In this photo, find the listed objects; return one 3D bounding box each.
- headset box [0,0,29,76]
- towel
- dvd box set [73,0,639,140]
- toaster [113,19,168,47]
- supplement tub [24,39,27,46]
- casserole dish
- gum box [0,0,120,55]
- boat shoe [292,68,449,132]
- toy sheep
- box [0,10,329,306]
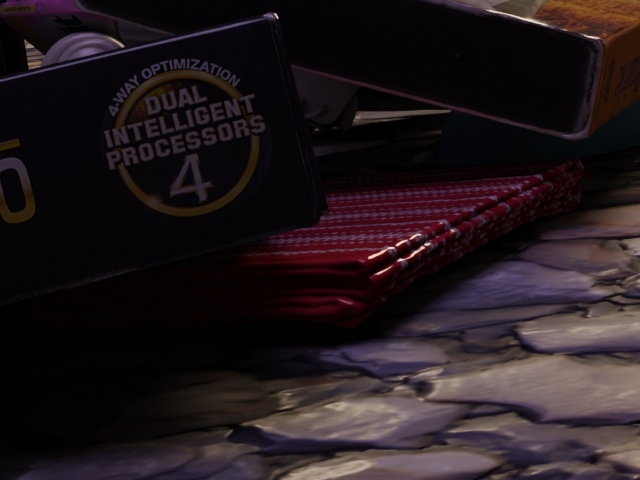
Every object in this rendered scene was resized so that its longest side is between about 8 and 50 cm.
[{"bbox_3d":[-0.391,-0.122,1.576,0.246,0.131,0.283,-5,13,11],"label":"headset box"},{"bbox_3d":[0.000,0.000,1.021,0.199,0.031,0.275,-3,11,30],"label":"towel"},{"bbox_3d":[0.075,-0.159,1.249,0.307,0.062,0.420,17,17,17],"label":"dvd box set"},{"bbox_3d":[-0.041,-0.178,1.579,0.227,0.129,0.146,19,-3,-40],"label":"toaster"},{"bbox_3d":[-0.453,-0.253,1.968,0.325,0.235,0.235,5,17,45],"label":"supplement tub"},{"bbox_3d":[0.162,-0.080,1.281,0.188,0.037,0.114,-14,13,-25],"label":"casserole dish"},{"bbox_3d":[-0.179,-0.181,1.671,0.107,0.062,0.188,-1,-21,24],"label":"gum box"},{"bbox_3d":[0.006,-0.120,1.436,0.258,0.084,0.095,-7,-12,-7],"label":"boat shoe"},{"bbox_3d":[-0.187,-0.127,1.592,0.091,0.091,0.132,-9,8,-10],"label":"toy sheep"},{"bbox_3d":[-0.180,-0.019,0.917,0.318,0.097,0.395,-15,5,-5],"label":"box"}]
